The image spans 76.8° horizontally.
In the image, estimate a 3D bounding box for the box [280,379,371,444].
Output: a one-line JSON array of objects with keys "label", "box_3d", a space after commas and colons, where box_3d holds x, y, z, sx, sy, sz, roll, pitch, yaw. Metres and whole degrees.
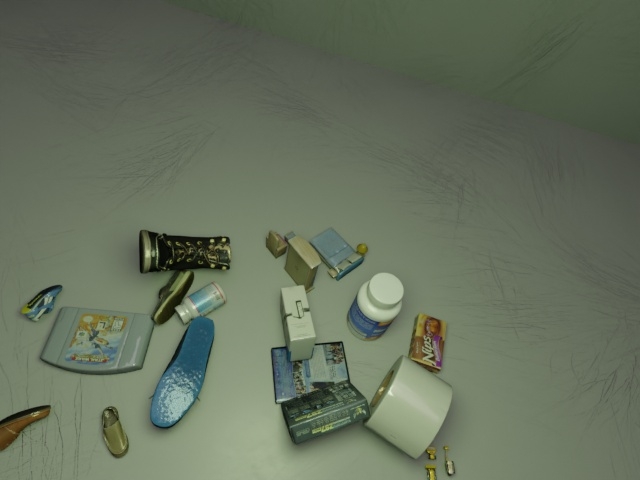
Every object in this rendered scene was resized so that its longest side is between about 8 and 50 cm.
[{"label": "box", "box_3d": [0.009, 0.500, 1.197, 0.233, 0.183, 0.059, -15, 91, -14]}]

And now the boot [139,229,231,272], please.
[{"label": "boot", "box_3d": [-0.444, 0.041, 1.350, 0.284, 0.377, 0.138, 1, 84, -17]}]

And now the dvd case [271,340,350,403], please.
[{"label": "dvd case", "box_3d": [-0.032, 0.434, 1.343, 0.253, 0.022, 0.180, -2, 56, -12]}]

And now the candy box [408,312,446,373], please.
[{"label": "candy box", "box_3d": [0.383, 0.366, 1.450, 0.109, 0.053, 0.186, 20, 54, 3]}]

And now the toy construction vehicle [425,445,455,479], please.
[{"label": "toy construction vehicle", "box_3d": [0.363, 0.687, 1.244, 0.086, 0.035, 0.098, -2, 53, 1]}]

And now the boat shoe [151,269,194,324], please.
[{"label": "boat shoe", "box_3d": [-0.517, 0.187, 1.387, 0.073, 0.080, 0.223, 15, 47, 10]}]

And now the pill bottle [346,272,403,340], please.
[{"label": "pill bottle", "box_3d": [0.188, 0.224, 1.374, 0.152, 0.272, 0.152, 5, 56, -7]}]

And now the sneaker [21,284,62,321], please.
[{"label": "sneaker", "box_3d": [-0.899, 0.202, 1.320, 0.053, 0.059, 0.144, -5, 34, 23]}]

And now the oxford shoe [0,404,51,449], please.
[{"label": "oxford shoe", "box_3d": [-0.853, 0.524, 1.109, 0.212, 0.076, 0.076, -22, 93, -26]}]

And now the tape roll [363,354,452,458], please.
[{"label": "tape roll", "box_3d": [0.260, 0.495, 1.222, 0.169, 0.246, 0.246, 32, 56, 11]}]

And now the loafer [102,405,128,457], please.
[{"label": "loafer", "box_3d": [-0.589, 0.540, 1.146, 0.056, 0.050, 0.148, -25, 64, -25]}]

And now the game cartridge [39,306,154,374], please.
[{"label": "game cartridge", "box_3d": [-0.698, 0.318, 1.276, 0.297, 0.062, 0.198, 6, 51, -7]}]

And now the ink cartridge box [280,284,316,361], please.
[{"label": "ink cartridge box", "box_3d": [-0.080, 0.275, 1.349, 0.086, 0.148, 0.203, -6, 48, -13]}]

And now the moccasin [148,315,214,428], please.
[{"label": "moccasin", "box_3d": [-0.405, 0.405, 1.240, 0.138, 0.117, 0.342, 27, 50, -7]}]

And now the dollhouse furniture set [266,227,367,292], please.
[{"label": "dollhouse furniture set", "box_3d": [0.000, 0.000, 1.537, 0.303, 0.198, 0.286, -30, 67, -28]}]

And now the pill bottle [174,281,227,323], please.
[{"label": "pill bottle", "box_3d": [-0.409, 0.215, 1.380, 0.160, 0.087, 0.087, -31, 67, -27]}]
